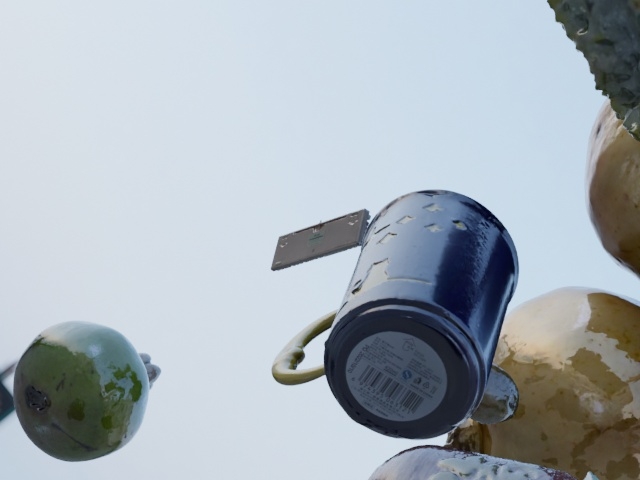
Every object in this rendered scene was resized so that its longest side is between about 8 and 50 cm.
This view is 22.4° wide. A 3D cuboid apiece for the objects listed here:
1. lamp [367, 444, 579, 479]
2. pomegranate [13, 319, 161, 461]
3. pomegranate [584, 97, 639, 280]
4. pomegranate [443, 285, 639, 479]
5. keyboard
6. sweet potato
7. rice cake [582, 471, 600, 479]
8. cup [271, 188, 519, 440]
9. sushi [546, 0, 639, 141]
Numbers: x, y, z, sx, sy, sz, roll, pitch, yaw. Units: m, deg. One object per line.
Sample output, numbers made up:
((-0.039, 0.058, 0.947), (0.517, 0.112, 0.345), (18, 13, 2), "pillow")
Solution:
((0.125, 0.253, 1.294), (0.258, 0.180, 0.180), (8, -38, 28), "lamp")
((-0.287, 0.180, 2.061), (0.179, 0.210, 0.179), (30, -40, 29), "pomegranate")
((0.563, -0.105, 2.216), (0.410, 0.410, 0.410), (45, -18, 18), "pomegranate")
((0.364, 0.265, 2.264), (0.411, 0.411, 0.411), (45, -18, 18), "pomegranate")
((0.000, 0.000, 2.031), (0.017, 0.055, 0.166), (31, -32, -33), "keyboard")
((0.125, 0.146, 1.853), (0.273, 0.075, 0.075), (24, -2, -30), "sweet potato")
((0.270, 0.371, 1.808), (0.085, 0.226, 0.040), (43, -20, -6), "rice cake")
((0.082, 0.107, 1.694), (0.178, 0.255, 0.256), (35, 29, -4), "cup")
((0.473, -0.289, 1.789), (0.396, 0.240, 0.351), (-38, -112, 44), "sushi")
